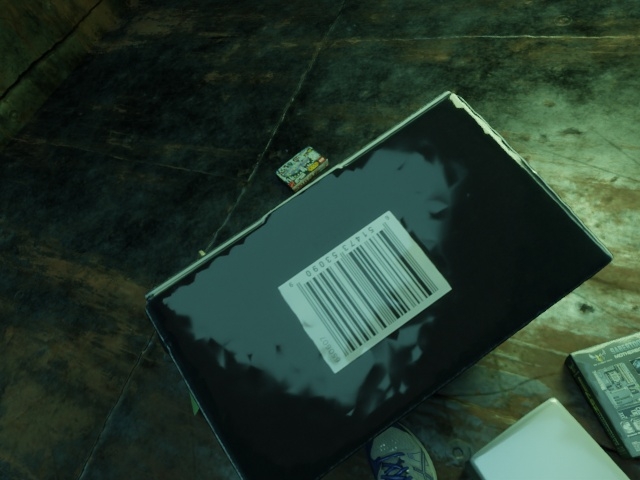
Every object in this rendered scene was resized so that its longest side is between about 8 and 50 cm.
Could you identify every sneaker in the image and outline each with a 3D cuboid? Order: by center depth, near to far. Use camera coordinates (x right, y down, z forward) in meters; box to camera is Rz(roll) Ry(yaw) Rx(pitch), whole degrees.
[{"bbox_3d":[0.156,0.440,0.717,0.112,0.131,0.296,-27,54,2],"label":"sneaker"}]

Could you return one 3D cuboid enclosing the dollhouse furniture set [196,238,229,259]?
[{"bbox_3d":[-0.114,0.069,0.877,0.262,0.259,0.135,-25,78,-30],"label":"dollhouse furniture set"}]

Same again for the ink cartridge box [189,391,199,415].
[{"bbox_3d":[-0.267,0.243,0.931,0.235,0.056,0.171,-55,41,19],"label":"ink cartridge box"}]

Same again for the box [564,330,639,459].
[{"bbox_3d":[0.593,0.252,0.733,0.233,0.059,0.183,-21,56,6],"label":"box"}]

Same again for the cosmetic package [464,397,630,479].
[{"bbox_3d":[0.407,0.469,0.560,0.162,0.230,0.453,-33,56,-4],"label":"cosmetic package"}]

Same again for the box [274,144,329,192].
[{"bbox_3d":[-0.055,-0.213,1.243,0.137,0.027,0.094,-41,57,-9],"label":"box"}]

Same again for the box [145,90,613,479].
[{"bbox_3d":[0.079,0.107,0.700,0.480,0.471,0.297,-35,75,-4],"label":"box"}]
